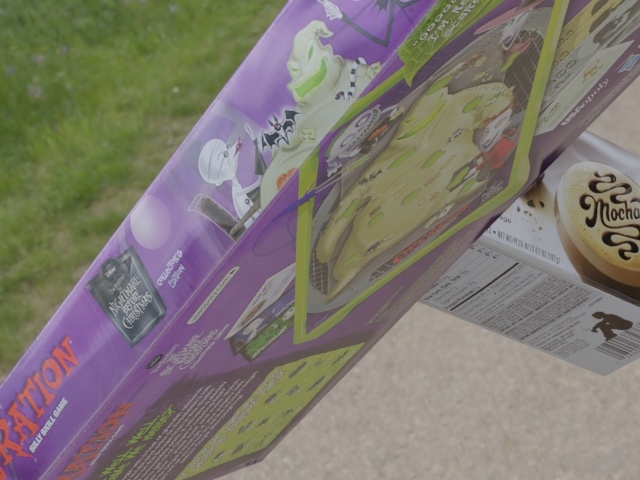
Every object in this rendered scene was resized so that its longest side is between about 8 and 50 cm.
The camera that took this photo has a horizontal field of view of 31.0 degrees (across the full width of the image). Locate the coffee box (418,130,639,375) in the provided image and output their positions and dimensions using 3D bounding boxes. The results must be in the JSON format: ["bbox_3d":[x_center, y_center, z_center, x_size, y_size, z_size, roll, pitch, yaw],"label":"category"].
[{"bbox_3d":[0.165,-0.020,0.998,0.119,0.297,0.168,-43,32,49],"label":"coffee box"}]

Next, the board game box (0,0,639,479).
[{"bbox_3d":[0.000,0.000,0.478,0.347,0.056,0.208,-48,-18,27],"label":"board game box"}]
